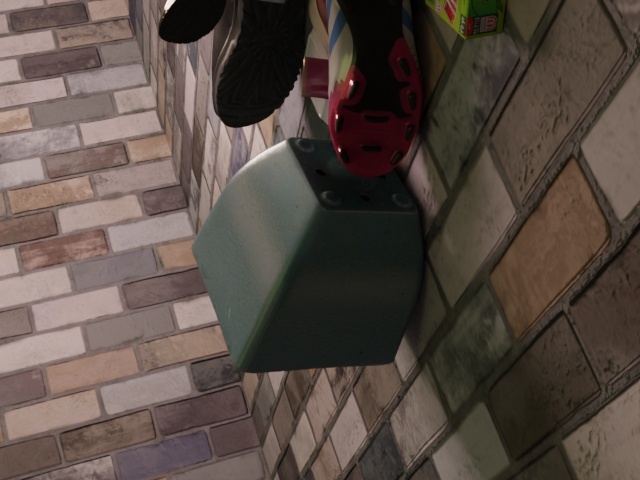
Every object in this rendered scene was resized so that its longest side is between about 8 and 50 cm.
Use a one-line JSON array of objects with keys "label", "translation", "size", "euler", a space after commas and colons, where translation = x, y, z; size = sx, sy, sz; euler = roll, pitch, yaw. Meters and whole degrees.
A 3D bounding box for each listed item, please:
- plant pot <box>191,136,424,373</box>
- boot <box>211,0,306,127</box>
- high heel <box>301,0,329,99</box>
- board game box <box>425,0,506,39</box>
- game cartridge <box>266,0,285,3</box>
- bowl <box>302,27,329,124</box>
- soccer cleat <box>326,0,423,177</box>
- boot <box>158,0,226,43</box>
[{"label": "plant pot", "translation": [0.000, 0.000, 1.309], "size": [0.247, 0.248, 0.252], "euler": [63, 141, 40]}, {"label": "boot", "translation": [-0.172, -0.467, 1.646], "size": [0.445, 0.146, 0.367], "euler": [58, 144, 35]}, {"label": "high heel", "translation": [0.042, -0.296, 1.284], "size": [0.082, 0.117, 0.244], "euler": [103, 172, -71]}, {"label": "board game box", "translation": [0.144, -0.296, 0.919], "size": [0.092, 0.043, 0.181], "euler": [-122, 25, -48]}, {"label": "game cartridge", "translation": [-0.099, -0.403, 1.245], "size": [0.294, 0.196, 0.060], "euler": [125, 147, -74]}, {"label": "bowl", "translation": [0.016, -0.239, 1.384], "size": [0.142, 0.053, 0.142], "euler": [104, 150, -56]}, {"label": "soccer cleat", "translation": [0.064, -0.239, 1.160], "size": [0.143, 0.116, 0.331], "euler": [-88, -4, -54]}, {"label": "boot", "translation": [-0.185, -0.432, 1.469], "size": [0.246, 0.083, 0.161], "euler": [-52, 41, 42]}]
